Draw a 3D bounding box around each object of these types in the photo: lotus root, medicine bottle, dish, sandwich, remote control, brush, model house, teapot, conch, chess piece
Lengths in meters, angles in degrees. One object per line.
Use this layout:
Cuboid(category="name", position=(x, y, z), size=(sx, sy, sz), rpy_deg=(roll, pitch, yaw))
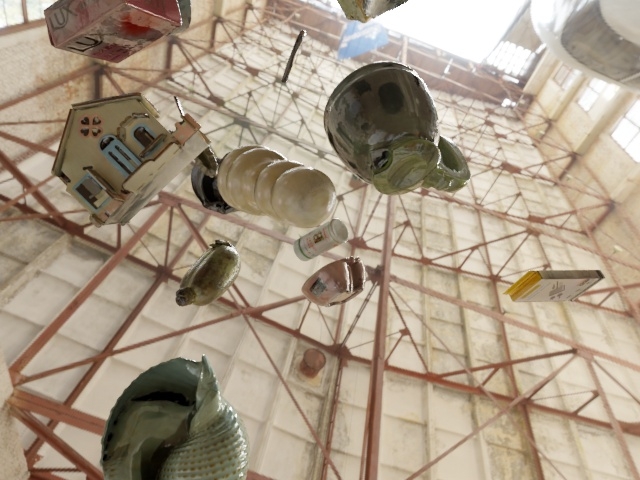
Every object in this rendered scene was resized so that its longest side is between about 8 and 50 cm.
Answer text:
Cuboid(category="lotus root", position=(-0.399, 0.131, 1.489), size=(0.173, 0.173, 0.309), rpy_deg=(27, -135, 6))
Cuboid(category="medicine bottle", position=(0.000, 0.000, 1.375), size=(0.086, 0.183, 0.086), rpy_deg=(25, -129, -36))
Cuboid(category="dish", position=(0.054, 0.137, 1.253), size=(0.213, 0.213, 0.090), rpy_deg=(-12, -117, -36))
Cuboid(category="sandwich", position=(0.080, -0.797, 1.260), size=(0.273, 0.095, 0.249), rpy_deg=(45, -169, -34))
Cuboid(category="remote control", position=(-0.104, -0.702, 1.604), size=(0.028, 0.212, 0.059), rpy_deg=(27, -134, -7))
Cuboid(category="brush", position=(-0.432, -0.352, 1.425), size=(0.071, 0.084, 0.301), rpy_deg=(-27, -90, -6))
Cuboid(category="model house", position=(-0.463, -0.221, 0.975), size=(0.244, 0.326, 0.169), rpy_deg=(45, 178, 5))
Cuboid(category="teapot", position=(0.167, -0.196, 0.917), size=(0.321, 0.239, 0.239), rpy_deg=(38, -152, -48))
Cuboid(category="conch", position=(-0.311, 0.440, 0.925), size=(0.303, 0.215, 0.319), rpy_deg=(5, -129, -20))
Cuboid(category="chess piece", position=(-0.074, -0.088, 0.738), size=(0.143, 0.142, 0.261), rpy_deg=(-6, -160, -32))

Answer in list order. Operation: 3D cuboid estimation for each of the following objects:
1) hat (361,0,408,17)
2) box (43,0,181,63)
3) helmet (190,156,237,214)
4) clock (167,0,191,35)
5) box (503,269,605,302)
Cuboid(category="hat", position=(0.146, -0.499, 0.657), size=(0.265, 0.265, 0.128), rpy_deg=(-37, -84, -48))
Cuboid(category="box", position=(-0.290, -0.314, 0.592), size=(0.111, 0.156, 0.060), rpy_deg=(-23, -83, -64))
Cuboid(category="helmet", position=(-0.401, -0.242, 1.816), size=(0.305, 0.225, 0.177), rpy_deg=(33, -153, 29))
Cuboid(category="clock", position=(-0.501, -0.782, 1.257), size=(0.061, 0.312, 0.312), rpy_deg=(-36, -117, -28))
Cuboid(category="box", position=(0.641, 0.127, 1.156), size=(0.247, 0.129, 0.033), rpy_deg=(1, -127, -17))
